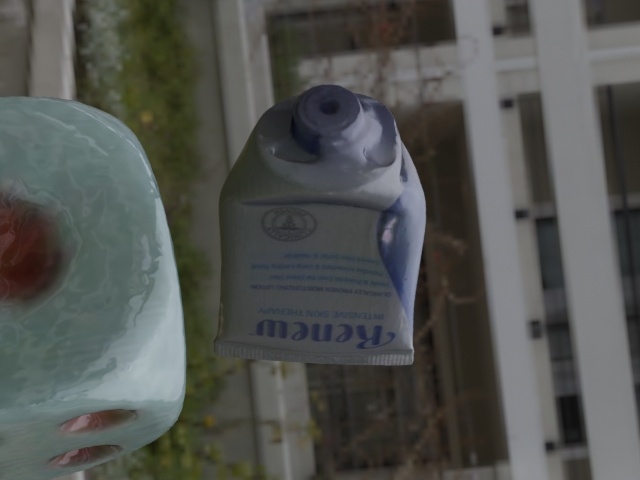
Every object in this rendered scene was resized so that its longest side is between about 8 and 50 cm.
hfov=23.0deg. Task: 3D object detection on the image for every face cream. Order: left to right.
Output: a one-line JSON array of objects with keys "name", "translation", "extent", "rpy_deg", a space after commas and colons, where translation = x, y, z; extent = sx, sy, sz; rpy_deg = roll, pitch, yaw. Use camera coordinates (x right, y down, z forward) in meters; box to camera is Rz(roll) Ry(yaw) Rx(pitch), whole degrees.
[{"name": "face cream", "translation": [0.000, 0.000, 1.700], "extent": [0.420, 0.235, 0.137], "rpy_deg": [94, -2, -49]}]

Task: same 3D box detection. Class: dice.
[{"name": "dice", "translation": [-0.267, 0.052, 1.299], "extent": [0.262, 0.268, 0.264], "rpy_deg": [120, -43, -65]}]
